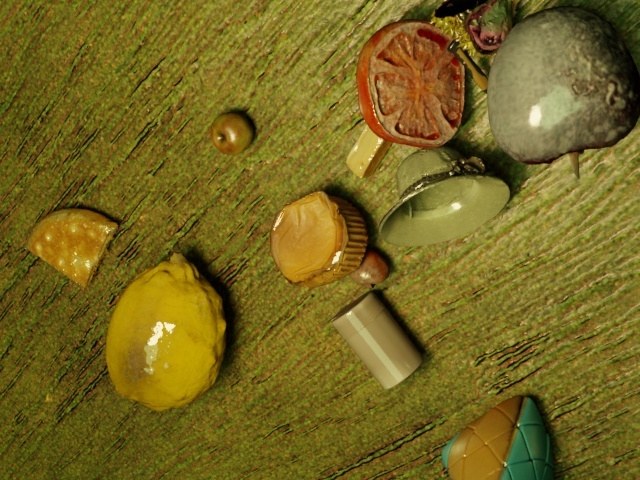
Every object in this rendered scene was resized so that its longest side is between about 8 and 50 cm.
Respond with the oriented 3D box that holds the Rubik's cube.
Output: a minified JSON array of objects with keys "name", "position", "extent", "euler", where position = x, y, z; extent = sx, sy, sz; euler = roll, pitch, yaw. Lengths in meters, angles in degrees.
[{"name":"Rubik's cube","position":[0.382,0.477,1.849],"extent":[0.254,0.254,0.255],"euler":[8,111,22]}]

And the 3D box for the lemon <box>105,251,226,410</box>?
[{"name":"lemon","position":[-0.332,0.207,2.046],"extent":[0.285,0.285,0.316],"euler":[9,69,21]}]

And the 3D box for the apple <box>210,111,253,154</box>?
[{"name":"apple","position":[-0.183,-0.221,1.932],"extent":[0.089,0.074,0.090],"euler":[9,112,24]}]

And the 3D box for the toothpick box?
[{"name":"toothpick box","position":[0.117,0.203,1.929],"extent":[0.111,0.111,0.181],"euler":[-38,92,30]}]

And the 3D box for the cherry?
[{"name":"cherry","position":[0.407,-0.247,1.580],"extent":[0.254,0.218,0.296],"euler":[-12,92,27]}]

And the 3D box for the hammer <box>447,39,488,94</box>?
[{"name":"hammer","position":[0.301,-0.284,1.697],"extent":[0.078,0.021,0.201],"euler":[-34,107,21]}]

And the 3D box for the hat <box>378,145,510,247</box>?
[{"name":"hat","position":[0.212,-0.103,1.748],"extent":[0.257,0.257,0.130],"euler":[-32,62,30]}]

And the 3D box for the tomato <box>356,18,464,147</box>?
[{"name":"tomato","position":[0.158,-0.278,1.700],"extent":[0.095,0.236,0.237],"euler":[4,115,63]}]

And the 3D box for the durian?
[{"name":"durian","position":[0.269,-0.372,1.644],"extent":[0.119,0.186,0.108],"euler":[17,130,48]}]

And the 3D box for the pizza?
[{"name":"pizza","position":[-0.573,0.017,2.203],"extent":[0.292,0.058,0.197],"euler":[-13,103,29]}]

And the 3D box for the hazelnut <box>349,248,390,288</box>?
[{"name":"hazelnut","position":[0.098,0.059,1.905],"extent":[0.086,0.086,0.086],"euler":[8,111,22]}]

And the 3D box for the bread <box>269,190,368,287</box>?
[{"name":"bread","position":[0.000,0.001,1.890],"extent":[0.199,0.104,0.199],"euler":[-5,83,39]}]

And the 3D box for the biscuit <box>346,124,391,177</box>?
[{"name":"biscuit","position":[0.113,-0.209,1.817],"extent":[0.056,0.052,0.188],"euler":[41,119,20]}]
